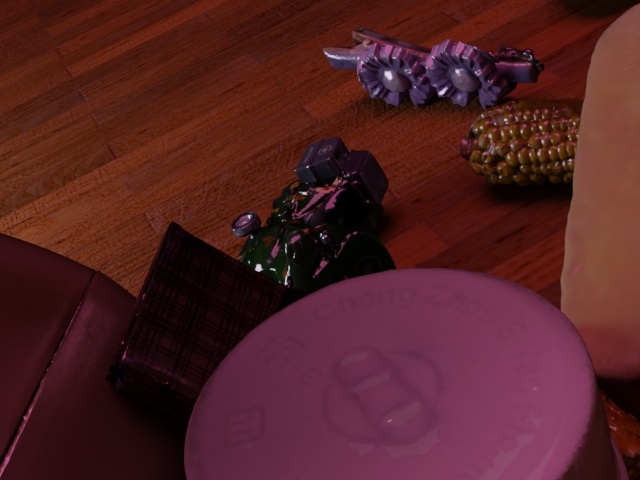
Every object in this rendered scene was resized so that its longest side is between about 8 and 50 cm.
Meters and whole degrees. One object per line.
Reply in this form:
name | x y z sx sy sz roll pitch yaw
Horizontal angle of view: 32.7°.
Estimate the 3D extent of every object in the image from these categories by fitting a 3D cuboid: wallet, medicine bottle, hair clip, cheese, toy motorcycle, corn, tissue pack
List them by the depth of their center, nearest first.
medicine bottle | 0.076 0.189 0.554 0.190 0.332 0.190 -17 33 11
wallet | -0.011 0.086 0.673 0.042 0.230 0.124 -48 21 45
tissue pack | -0.236 0.188 0.728 0.387 0.277 0.267 -55 10 44
cheese | 0.327 -0.076 0.856 0.384 0.104 0.384 -28 40 27
corn | 0.291 -0.097 1.057 0.320 0.097 0.097 1 40 29
toy motorcycle | 0.000 0.000 1.077 0.187 0.124 0.274 -15 32 30
hair clip | 0.133 -0.209 1.304 0.292 0.106 0.084 13 60 39

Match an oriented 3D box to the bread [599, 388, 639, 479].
bread | 0.151 0.146 0.751 0.103 0.132 0.172 12 20 -29
